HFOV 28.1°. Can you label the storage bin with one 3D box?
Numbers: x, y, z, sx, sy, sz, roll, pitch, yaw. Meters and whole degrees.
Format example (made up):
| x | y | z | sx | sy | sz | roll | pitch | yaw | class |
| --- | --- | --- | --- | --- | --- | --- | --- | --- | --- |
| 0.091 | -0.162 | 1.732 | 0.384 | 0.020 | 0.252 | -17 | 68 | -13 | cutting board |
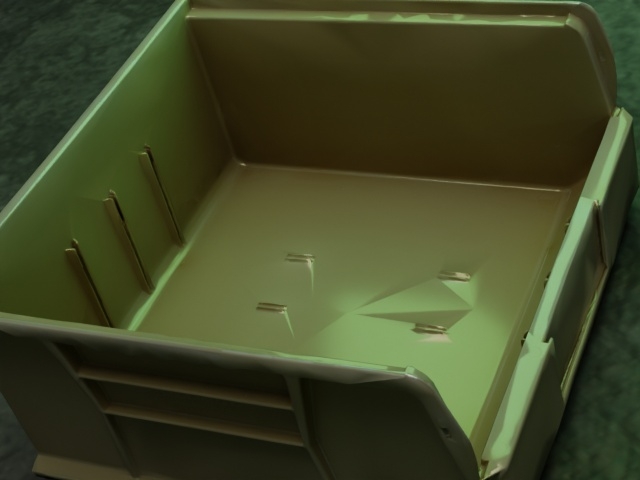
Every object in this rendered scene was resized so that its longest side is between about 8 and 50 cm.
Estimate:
| x | y | z | sx | sy | sz | roll | pitch | yaw | class |
| --- | --- | --- | --- | --- | --- | --- | --- | --- | --- |
| 0.000 | 0.000 | 0.634 | 0.260 | 0.123 | 0.262 | 5 | 43 | 25 | storage bin |
